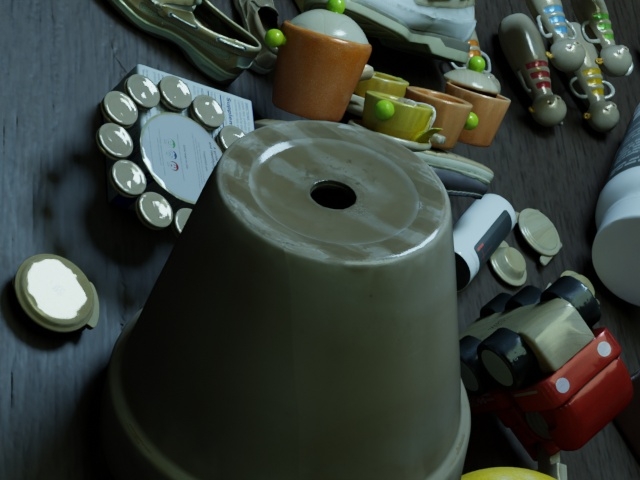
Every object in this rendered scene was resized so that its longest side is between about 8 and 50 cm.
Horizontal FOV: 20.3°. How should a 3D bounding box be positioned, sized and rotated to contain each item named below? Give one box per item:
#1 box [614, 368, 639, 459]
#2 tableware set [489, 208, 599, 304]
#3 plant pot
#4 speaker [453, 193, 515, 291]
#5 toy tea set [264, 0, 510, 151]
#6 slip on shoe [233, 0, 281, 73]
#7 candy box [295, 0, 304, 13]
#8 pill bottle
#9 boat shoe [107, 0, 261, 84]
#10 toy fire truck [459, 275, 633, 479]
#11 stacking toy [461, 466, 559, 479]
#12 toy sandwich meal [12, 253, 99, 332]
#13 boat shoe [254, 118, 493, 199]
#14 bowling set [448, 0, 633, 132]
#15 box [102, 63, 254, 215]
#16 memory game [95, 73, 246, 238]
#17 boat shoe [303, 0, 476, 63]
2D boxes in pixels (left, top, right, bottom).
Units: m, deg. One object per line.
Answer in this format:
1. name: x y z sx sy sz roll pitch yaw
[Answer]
1. box: 0.502 0.275 1.976 0.143 0.191 0.381 -23 79 -49
2. tableware set: 0.259 0.041 2.052 0.169 0.020 0.141 53 38 3
3. plant pot: -0.012 0.068 1.482 0.323 0.280 0.323 8 39 -6
4. speaker: 0.165 0.002 1.966 0.055 0.055 0.136 49 40 -3
5. toy tea set: 0.085 -0.177 1.887 0.200 0.124 0.336 20 12 22
6. slip on shoe: -0.064 -0.245 1.943 0.051 0.041 0.135 20 49 -32
7. candy box: -0.014 -0.351 2.061 0.109 0.053 0.187 -15 71 -48
8. pill bottle: 0.424 -0.055 2.169 0.161 0.161 0.283 43 41 -10
9. boat shoe: -0.143 -0.242 1.843 0.190 0.072 0.068 33 43 -20
10. toy fire truck: 0.226 0.186 1.780 0.158 0.217 0.246 -38 95 -21
11. stacking toy: 0.182 0.325 1.621 0.480 0.350 0.350 30 41 4
12. toy sandwich meal: -0.235 0.050 1.576 0.085 0.029 0.085 20 51 -27
13. boat shoe: 0.051 -0.066 1.877 0.285 0.103 0.092 8 96 -32
14. bowling set: 0.303 -0.240 2.173 0.287 0.200 0.154 -3 65 -40
15. box: -0.135 -0.086 1.734 0.137 0.072 0.126 16 53 -34
16. memory game: -0.130 -0.075 1.666 0.186 0.012 0.186 24 48 -29
17. boat shoe: 0.080 -0.274 1.997 0.302 0.113 0.103 9 95 -61
